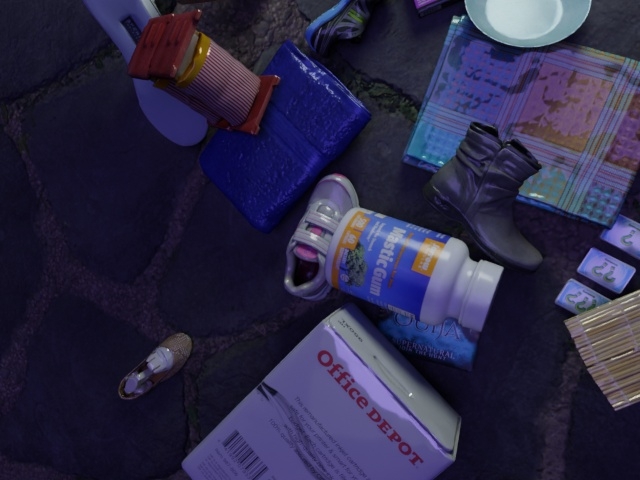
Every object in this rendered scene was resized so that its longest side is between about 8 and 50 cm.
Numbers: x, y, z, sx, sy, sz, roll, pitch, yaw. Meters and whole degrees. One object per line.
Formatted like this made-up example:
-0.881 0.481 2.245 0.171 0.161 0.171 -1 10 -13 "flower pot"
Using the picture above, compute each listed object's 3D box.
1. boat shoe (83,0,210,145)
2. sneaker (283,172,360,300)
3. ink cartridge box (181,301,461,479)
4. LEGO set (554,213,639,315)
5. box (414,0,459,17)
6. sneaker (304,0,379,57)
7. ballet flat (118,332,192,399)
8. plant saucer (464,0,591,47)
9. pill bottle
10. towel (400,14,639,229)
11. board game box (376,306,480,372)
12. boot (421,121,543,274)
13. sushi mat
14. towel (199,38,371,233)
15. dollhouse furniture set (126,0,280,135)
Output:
-0.325 -0.369 1.032 0.135 0.156 0.367 -25 116 13 "boat shoe"
0.000 0.000 0.965 0.102 0.111 0.252 16 98 15 "sneaker"
0.002 0.347 0.907 0.285 0.166 0.395 46 108 9 "ink cartridge box"
0.536 0.093 0.834 0.244 0.060 0.183 33 103 16 "LEGO set"
0.203 -0.489 0.909 0.116 0.029 0.162 -17 88 18 "box"
0.062 -0.402 0.949 0.188 0.067 0.078 -32 106 15 "sneaker"
-0.356 0.277 1.119 0.206 0.067 0.073 -46 80 15 "ballet flat"
0.332 -0.384 0.851 0.194 0.037 0.195 -2 72 7 "plant saucer"
0.157 0.052 0.886 0.271 0.152 0.152 19 100 22 "pill bottle"
0.349 -0.202 0.875 0.370 0.040 0.272 22 101 16 "towel"
0.197 0.157 0.961 0.186 0.026 0.126 11 98 16 "board game box"
0.300 -0.066 0.849 0.246 0.083 0.161 39 122 1 "boot"
0.558 0.131 0.801 0.316 0.019 0.152 -26 77 10 "sushi mat"
-0.073 -0.191 0.999 0.308 0.076 0.228 -47 73 15 "towel"
-0.158 -0.401 0.913 0.152 0.201 0.374 17 85 41 "dollhouse furniture set"
